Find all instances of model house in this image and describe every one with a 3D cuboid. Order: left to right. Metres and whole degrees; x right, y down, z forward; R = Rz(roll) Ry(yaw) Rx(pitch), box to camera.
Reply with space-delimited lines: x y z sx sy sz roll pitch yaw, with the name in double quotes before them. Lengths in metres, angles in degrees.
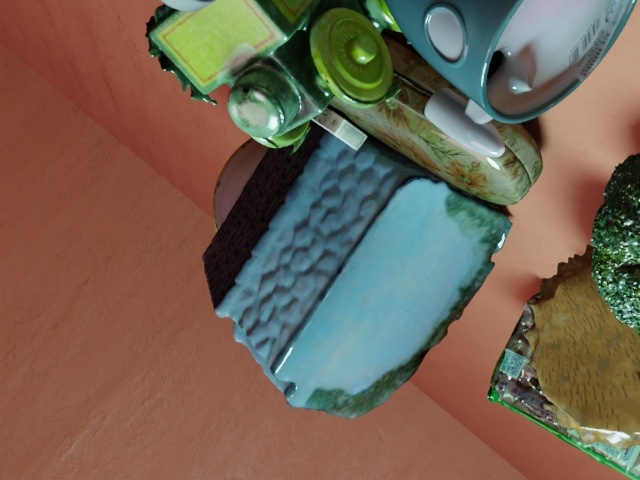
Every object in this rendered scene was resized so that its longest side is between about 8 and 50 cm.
"model house" 0.000 0.000 1.352 0.339 0.360 0.297 42 -163 35

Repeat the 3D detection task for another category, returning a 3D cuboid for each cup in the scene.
"cup" 0.121 -0.199 0.737 0.173 0.167 0.300 44 146 28

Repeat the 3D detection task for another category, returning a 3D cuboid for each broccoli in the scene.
"broccoli" 0.328 0.006 0.882 0.156 0.196 0.195 7 174 -11

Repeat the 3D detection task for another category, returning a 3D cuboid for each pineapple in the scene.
"pineapple" 0.352 0.117 1.145 0.223 0.223 0.357 37 -173 15

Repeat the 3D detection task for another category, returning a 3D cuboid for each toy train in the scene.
"toy train" -0.016 -0.209 0.882 0.159 0.272 0.188 -22 116 46

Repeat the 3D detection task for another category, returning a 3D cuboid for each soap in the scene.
"soap" 0.379 0.215 1.384 0.273 0.218 0.098 28 180 32

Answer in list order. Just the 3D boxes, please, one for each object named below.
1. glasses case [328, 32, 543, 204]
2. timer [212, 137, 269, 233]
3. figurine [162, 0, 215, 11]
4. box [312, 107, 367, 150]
"glasses case" 0.066 -0.177 1.126 0.425 0.098 0.156 36 174 25
"timer" -0.046 -0.055 1.586 0.285 0.285 0.285 38 168 9
"figurine" -0.024 -0.252 0.645 0.176 0.236 0.133 -6 -99 -63
"box" 0.010 -0.142 1.166 0.083 0.024 0.054 39 -175 38
